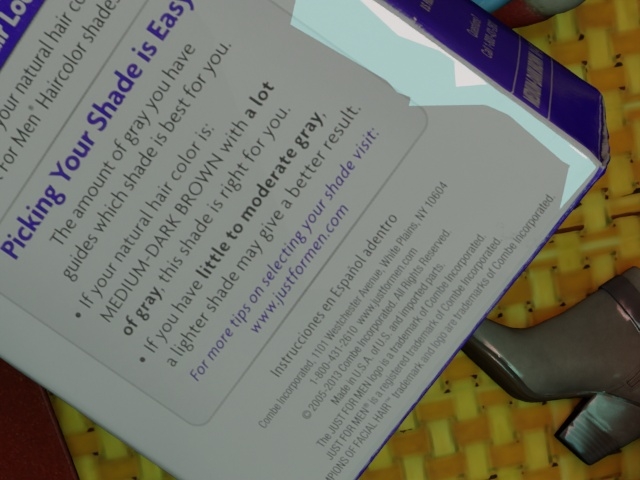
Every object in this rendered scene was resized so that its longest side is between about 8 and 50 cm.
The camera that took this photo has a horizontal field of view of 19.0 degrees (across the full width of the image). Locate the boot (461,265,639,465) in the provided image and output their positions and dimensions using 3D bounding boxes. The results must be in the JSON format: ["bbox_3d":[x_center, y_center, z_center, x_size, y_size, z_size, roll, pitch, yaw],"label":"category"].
[{"bbox_3d":[0.125,0.046,0.915,0.118,0.042,0.087,44,84,-11],"label":"boot"}]

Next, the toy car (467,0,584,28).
[{"bbox_3d":[-0.012,-0.167,0.818,0.238,0.219,0.210,-18,99,24],"label":"toy car"}]

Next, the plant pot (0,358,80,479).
[{"bbox_3d":[-0.235,0.141,0.755,0.235,0.267,0.267,-15,112,4],"label":"plant pot"}]

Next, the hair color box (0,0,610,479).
[{"bbox_3d":[-0.089,-0.066,0.670,0.339,0.110,0.185,35,109,-6],"label":"hair color box"}]
